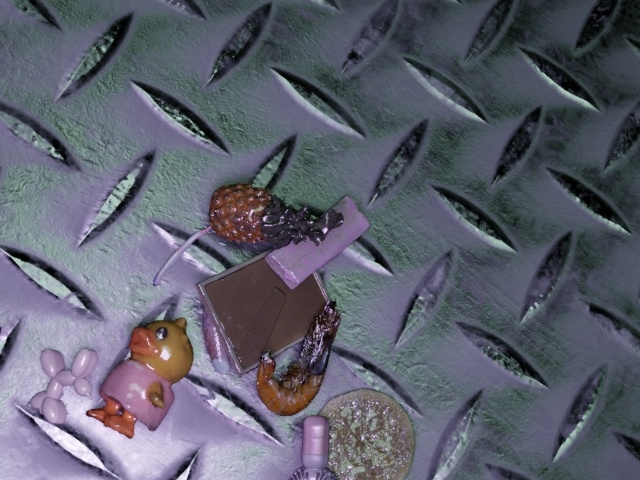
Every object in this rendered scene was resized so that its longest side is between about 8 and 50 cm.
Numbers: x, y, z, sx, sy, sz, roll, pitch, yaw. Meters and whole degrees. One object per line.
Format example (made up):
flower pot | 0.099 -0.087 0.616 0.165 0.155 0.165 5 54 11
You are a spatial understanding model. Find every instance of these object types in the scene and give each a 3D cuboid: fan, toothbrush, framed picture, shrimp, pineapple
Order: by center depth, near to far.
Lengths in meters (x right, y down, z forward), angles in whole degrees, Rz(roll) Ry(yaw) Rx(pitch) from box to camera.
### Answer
fan | -0.012 0.518 1.900 0.130 0.074 0.244 3 87 8
shrimp | -0.052 0.258 1.906 0.222 0.054 0.290 28 85 -47
pineapple | -0.098 -0.053 1.917 0.310 0.170 0.141 9 102 28
framed picture | -0.113 0.144 1.938 0.315 0.024 0.232 -25 91 -38
toothbrush | -0.303 0.004 1.978 0.027 0.021 0.269 38 71 8

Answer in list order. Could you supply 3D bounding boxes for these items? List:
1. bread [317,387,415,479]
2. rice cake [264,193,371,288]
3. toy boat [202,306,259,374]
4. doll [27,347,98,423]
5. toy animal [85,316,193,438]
bread | 0.104 0.478 1.978 0.266 0.040 0.267 3 78 -14
rice cake | 0.000 0.002 2.008 0.298 0.050 0.106 -39 90 -36
toy boat | -0.192 0.191 1.936 0.155 0.085 0.228 -3 80 -14
doll | -0.558 0.314 1.810 0.161 0.059 0.160 -5 74 17
toy animal | -0.371 0.290 1.833 0.169 0.195 0.281 38 71 -47
